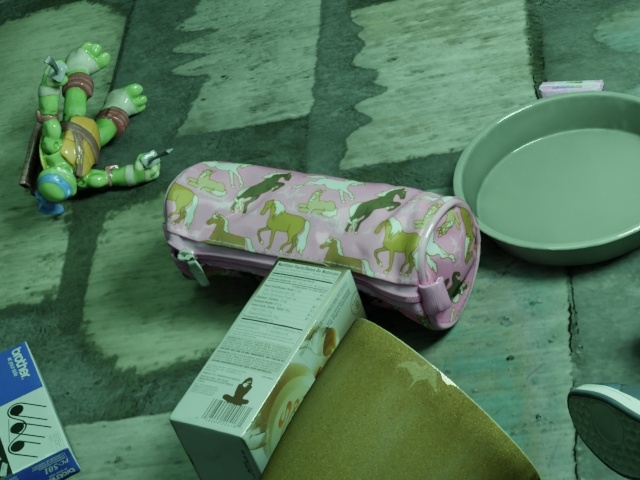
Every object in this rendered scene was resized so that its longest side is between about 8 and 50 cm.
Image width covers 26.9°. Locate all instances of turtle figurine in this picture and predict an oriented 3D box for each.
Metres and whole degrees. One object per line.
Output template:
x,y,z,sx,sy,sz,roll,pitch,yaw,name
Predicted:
-0.303,-0.179,1.895,0.198,0.274,0.266,18,37,-10,turtle figurine

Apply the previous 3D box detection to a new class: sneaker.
0.349,0.154,1.211,0.163,0.086,0.226,-26,21,-29,sneaker

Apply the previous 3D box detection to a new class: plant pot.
0.039,0.245,1.276,0.254,0.237,0.237,-47,46,-10,plant pot

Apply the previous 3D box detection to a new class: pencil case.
0.000,0.000,1.598,0.386,0.160,0.167,9,76,28,pencil case

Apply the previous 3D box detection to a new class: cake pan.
0.311,-0.074,1.636,0.293,0.054,0.293,-11,41,10,cake pan

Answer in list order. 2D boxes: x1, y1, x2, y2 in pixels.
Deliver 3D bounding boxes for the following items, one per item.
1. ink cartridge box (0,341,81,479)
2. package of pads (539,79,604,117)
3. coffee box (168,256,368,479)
-0.361,0.215,1.583,0.097,0.046,0.207,-26,40,-10,ink cartridge box
0.331,-0.183,1.753,0.083,0.050,0.032,1,34,22,package of pads
-0.044,0.155,1.453,0.098,0.141,0.246,9,46,30,coffee box
